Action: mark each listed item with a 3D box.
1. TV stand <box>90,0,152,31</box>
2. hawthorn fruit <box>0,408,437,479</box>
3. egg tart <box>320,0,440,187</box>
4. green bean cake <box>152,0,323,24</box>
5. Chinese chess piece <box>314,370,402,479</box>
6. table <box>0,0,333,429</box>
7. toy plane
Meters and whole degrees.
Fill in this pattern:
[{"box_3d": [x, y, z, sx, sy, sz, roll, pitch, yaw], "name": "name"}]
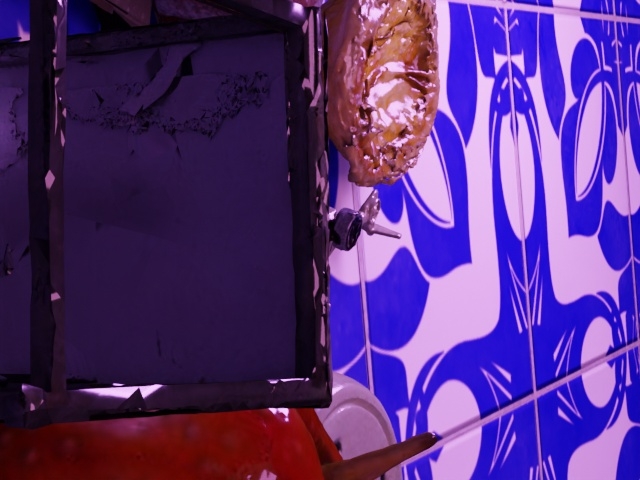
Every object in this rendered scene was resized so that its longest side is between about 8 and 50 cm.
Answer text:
[{"box_3d": [-0.205, -0.201, 1.210, 0.256, 0.049, 0.040, 27, 64, -61], "name": "TV stand"}, {"box_3d": [-0.083, 0.175, 1.100, 0.287, 0.330, 0.287, -16, 90, -87], "name": "hawthorn fruit"}, {"box_3d": [0.046, -0.168, 1.677, 0.252, 0.098, 0.232, -61, 146, -42], "name": "egg tart"}, {"box_3d": [-0.067, -0.232, 1.396, 0.233, 0.097, 0.199, 71, 33, -60], "name": "green bean cake"}, {"box_3d": [-0.016, 0.234, 1.484, 0.250, 0.101, 0.250, 7, 82, -64], "name": "Chinese chess piece"}, {"box_3d": [-0.203, -0.020, 0.864, 0.272, 0.335, 0.222, 6, 82, -64], "name": "table"}, {"box_3d": [0.000, 0.000, 1.574, 0.286, 0.092, 0.108, -34, 138, -60], "name": "toy plane"}]
